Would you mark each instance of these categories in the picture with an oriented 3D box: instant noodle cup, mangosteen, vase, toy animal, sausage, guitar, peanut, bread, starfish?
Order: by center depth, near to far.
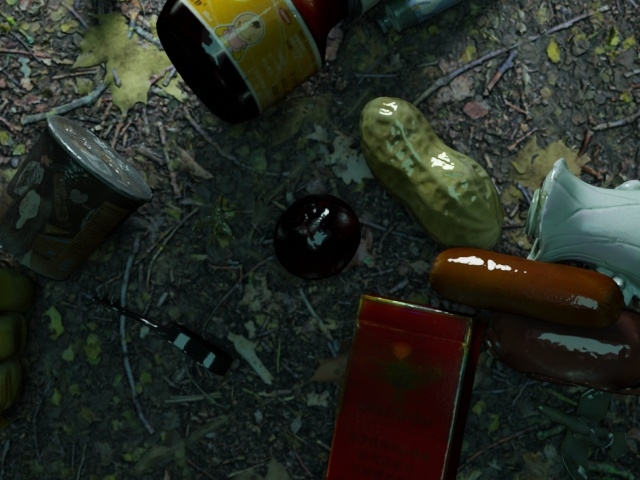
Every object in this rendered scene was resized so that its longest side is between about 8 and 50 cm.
[{"bbox_3d":[0.308,0.071,1.467,0.300,0.083,0.089,9,45,26],"label":"sausage"},{"bbox_3d":[0.545,0.005,1.495,0.445,0.250,0.250,14,90,9],"label":"vase"},{"bbox_3d":[0.402,0.160,1.528,0.280,0.152,0.152,13,89,15],"label":"sausage"},{"bbox_3d":[0.420,0.294,1.559,0.155,0.095,0.219,23,89,0],"label":"toy animal"},{"bbox_3d":[0.178,-0.106,1.567,0.149,0.149,0.313,-43,81,2],"label":"peanut"},{"bbox_3d":[0.000,0.000,1.584,0.152,0.152,0.152,0,88,5],"label":"mangosteen"},{"bbox_3d":[-0.422,-0.064,1.586,0.217,0.217,0.207,41,98,4],"label":"instant noodle cup"},{"bbox_3d":[-0.641,0.145,1.592,0.301,0.210,0.341,12,89,3],"label":"bread"},{"bbox_3d":[-0.271,0.149,1.634,0.271,0.084,0.038,28,87,11],"label":"guitar"},{"bbox_3d":[-0.179,-0.036,1.655,0.092,0.016,0.086,-11,86,7],"label":"starfish"}]

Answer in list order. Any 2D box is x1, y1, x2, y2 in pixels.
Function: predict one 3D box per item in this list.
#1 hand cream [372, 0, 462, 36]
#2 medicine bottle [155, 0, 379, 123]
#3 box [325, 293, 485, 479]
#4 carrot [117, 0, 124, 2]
[{"bbox_3d":[0.205,-0.426,1.621,0.256,0.055,0.088,-30,91,-3],"label":"hand cream"},{"bbox_3d":[-0.055,-0.387,1.554,0.395,0.242,0.242,-41,86,-10],"label":"medicine bottle"},{"bbox_3d":[0.138,0.258,1.561,0.197,0.089,0.313,11,90,24],"label":"box"},{"bbox_3d":[-0.370,-0.523,1.667,0.061,0.061,0.256,-16,77,4],"label":"carrot"}]
